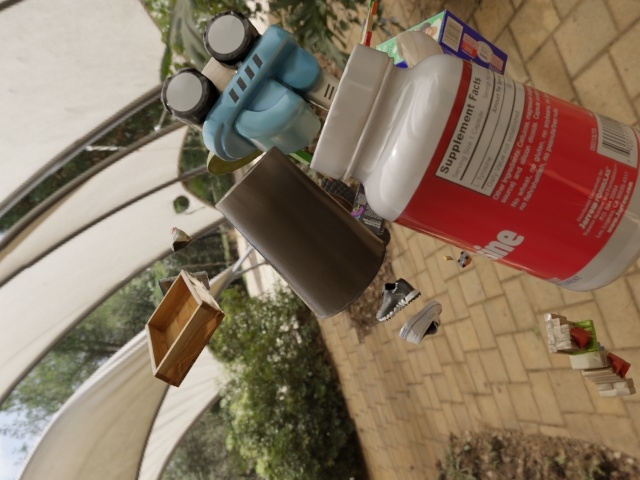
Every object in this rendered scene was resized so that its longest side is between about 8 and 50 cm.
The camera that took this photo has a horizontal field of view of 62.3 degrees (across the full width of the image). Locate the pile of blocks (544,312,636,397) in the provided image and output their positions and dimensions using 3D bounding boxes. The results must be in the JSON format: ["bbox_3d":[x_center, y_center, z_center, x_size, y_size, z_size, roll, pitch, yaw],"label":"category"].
[{"bbox_3d":[0.764,0.306,1.452,0.113,0.362,0.149,-25,34,47],"label":"pile of blocks"}]

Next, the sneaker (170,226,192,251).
[{"bbox_3d":[-0.507,-0.008,1.859,0.075,0.057,0.161,45,-175,-2],"label":"sneaker"}]

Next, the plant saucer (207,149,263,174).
[{"bbox_3d":[-0.217,-0.267,1.469,0.037,0.241,0.241,56,163,8],"label":"plant saucer"}]

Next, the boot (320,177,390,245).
[{"bbox_3d":[0.092,-0.072,1.974,0.338,0.118,0.223,50,160,-3],"label":"boot"}]

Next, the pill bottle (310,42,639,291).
[{"bbox_3d":[0.205,-0.103,0.703,0.229,0.408,0.229,-159,90,-88],"label":"pill bottle"}]

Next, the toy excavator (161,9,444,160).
[{"bbox_3d":[-0.026,-0.305,1.111,0.445,0.433,0.222,37,-177,13],"label":"toy excavator"}]

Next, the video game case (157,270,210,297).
[{"bbox_3d":[-0.482,0.158,1.884,0.119,0.166,0.015,96,161,-56],"label":"video game case"}]

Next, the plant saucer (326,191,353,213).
[{"bbox_3d":[0.000,0.000,1.702,0.050,0.311,0.310,4,108,63],"label":"plant saucer"}]

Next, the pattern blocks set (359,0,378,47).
[{"bbox_3d":[0.166,-0.748,1.954,0.285,0.026,0.324,117,164,-67],"label":"pattern blocks set"}]

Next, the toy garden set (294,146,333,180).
[{"bbox_3d":[-0.029,-0.251,1.587,0.049,0.204,0.244,-58,7,4],"label":"toy garden set"}]

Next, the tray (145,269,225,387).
[{"bbox_3d":[-0.373,0.218,1.418,0.076,0.202,0.411,35,175,-22],"label":"tray"}]

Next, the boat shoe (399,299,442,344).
[{"bbox_3d":[0.361,0.285,1.792,0.084,0.258,0.095,31,126,26],"label":"boat shoe"}]

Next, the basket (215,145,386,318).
[{"bbox_3d":[-0.034,-0.019,0.806,0.227,0.154,0.204,44,-168,-13],"label":"basket"}]

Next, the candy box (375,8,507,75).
[{"bbox_3d":[0.349,-0.527,1.607,0.317,0.268,0.122,-3,69,58],"label":"candy box"}]

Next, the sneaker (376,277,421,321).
[{"bbox_3d":[0.248,0.199,1.828,0.106,0.078,0.234,51,142,10],"label":"sneaker"}]

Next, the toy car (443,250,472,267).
[{"bbox_3d":[0.469,0.052,1.790,0.122,0.041,0.060,-144,57,-63],"label":"toy car"}]

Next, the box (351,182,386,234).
[{"bbox_3d":[0.159,-0.111,1.632,0.116,0.029,0.162,21,99,29],"label":"box"}]
